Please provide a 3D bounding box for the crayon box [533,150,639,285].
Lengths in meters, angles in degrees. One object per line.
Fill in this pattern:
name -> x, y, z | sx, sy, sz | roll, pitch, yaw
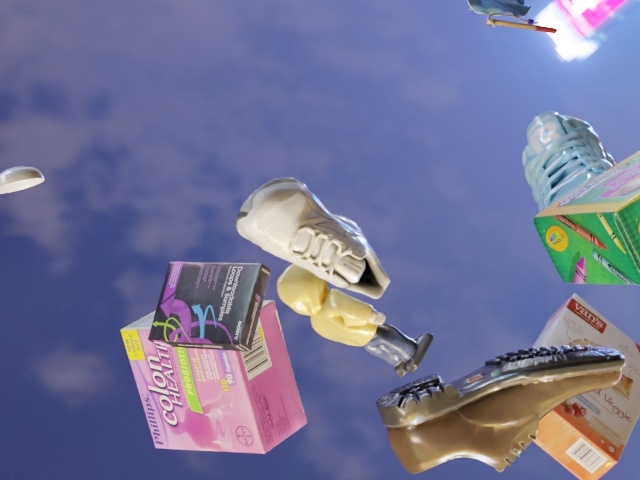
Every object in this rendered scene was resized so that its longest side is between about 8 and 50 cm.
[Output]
crayon box -> 0.368, -0.057, 1.326 | 0.081, 0.278, 0.165 | 61, 165, -8

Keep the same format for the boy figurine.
boy figurine -> 0.049, 0.136, 2.361 | 0.285, 0.177, 0.092 | 33, -111, -5

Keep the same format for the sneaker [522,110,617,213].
sneaker -> 0.318, -0.091, 1.782 | 0.150, 0.135, 0.366 | 51, -168, -3

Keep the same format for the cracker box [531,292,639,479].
cracker box -> 0.342, 0.190, 1.764 | 0.156, 0.067, 0.232 | 39, -141, 3

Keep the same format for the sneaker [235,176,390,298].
sneaker -> 0.000, 0.000, 1.936 | 0.297, 0.111, 0.129 | 23, -166, -47

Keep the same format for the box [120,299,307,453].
box -> -0.172, 0.216, 2.150 | 0.117, 0.243, 0.213 | -29, -71, -48

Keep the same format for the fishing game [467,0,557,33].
fishing game -> 0.212, -0.360, 1.942 | 0.189, 0.041, 0.264 | 1, -145, -38

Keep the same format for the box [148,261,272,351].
box -> -0.147, 0.086, 1.784 | 0.029, 0.162, 0.116 | 37, -120, -50

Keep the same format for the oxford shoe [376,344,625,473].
oxford shoe -> 0.172, 0.155, 1.228 | 0.083, 0.227, 0.096 | -82, -26, -84

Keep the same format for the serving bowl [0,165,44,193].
serving bowl -> -0.468, -0.096, 2.067 | 0.083, 0.083, 0.027 | -8, -98, -59
